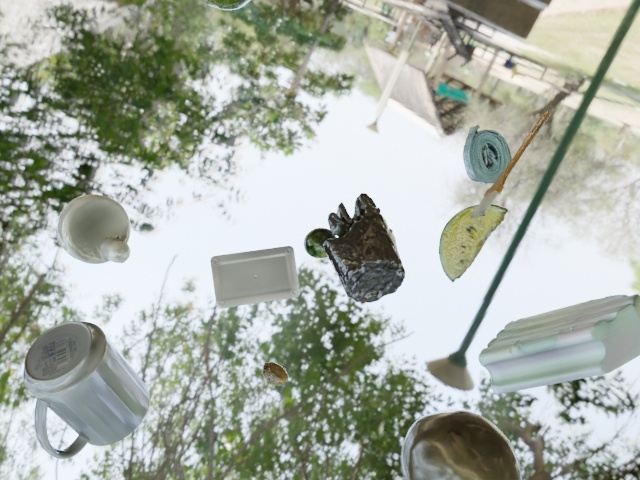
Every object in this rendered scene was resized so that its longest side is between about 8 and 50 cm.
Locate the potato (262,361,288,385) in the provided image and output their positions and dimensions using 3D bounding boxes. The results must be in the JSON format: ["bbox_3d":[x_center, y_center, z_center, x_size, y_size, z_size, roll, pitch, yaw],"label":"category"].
[{"bbox_3d":[-0.123,0.358,1.714,0.083,0.051,0.040,25,180,32],"label":"potato"}]

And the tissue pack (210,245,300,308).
[{"bbox_3d":[-0.191,0.106,1.873,0.246,0.160,0.136,-7,179,-8],"label":"tissue pack"}]

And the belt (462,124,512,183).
[{"bbox_3d":[0.511,-0.258,1.966,0.147,0.163,0.082,14,-177,-11],"label":"belt"}]

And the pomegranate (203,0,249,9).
[{"bbox_3d":[-0.220,-0.649,1.555,0.179,0.179,0.210,35,-161,24],"label":"pomegranate"}]

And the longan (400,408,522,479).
[{"bbox_3d":[0.448,0.727,2.054,0.336,0.405,0.404,-25,-130,-38],"label":"longan"}]

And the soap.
[{"bbox_3d":[0.553,0.228,1.429,0.208,0.347,0.115,-28,-88,-48],"label":"soap"}]

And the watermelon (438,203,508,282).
[{"bbox_3d":[0.449,-0.011,1.930,0.123,0.301,0.129,5,-141,-30],"label":"watermelon"}]

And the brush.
[{"bbox_3d":[0.454,-0.182,1.507,0.017,0.314,0.090,36,174,-5],"label":"brush"}]

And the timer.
[{"bbox_3d":[-0.731,-0.033,2.090,0.233,0.234,0.240,7,-177,-42],"label":"timer"}]

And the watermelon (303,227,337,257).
[{"bbox_3d":[0.000,0.000,1.928,0.105,0.062,0.106,-1,-126,2],"label":"watermelon"}]

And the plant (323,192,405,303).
[{"bbox_3d":[0.111,0.024,1.744,0.199,0.188,0.276,55,-165,-44],"label":"plant"}]

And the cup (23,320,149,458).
[{"bbox_3d":[-0.679,0.429,1.782,0.236,0.327,0.323,14,-126,29],"label":"cup"}]
